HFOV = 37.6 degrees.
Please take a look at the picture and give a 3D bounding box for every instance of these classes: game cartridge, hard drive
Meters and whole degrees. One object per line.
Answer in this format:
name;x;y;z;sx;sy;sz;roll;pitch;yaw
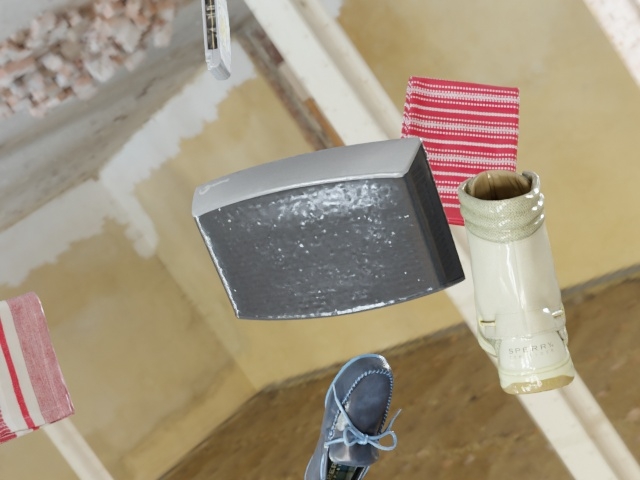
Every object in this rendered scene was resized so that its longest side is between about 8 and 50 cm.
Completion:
game cartridge;-0.092;-0.187;0.831;0.017;0.083;0.056;-4;176;1
hard drive;0.000;0.000;0.936;0.254;0.172;0.054;-10;-157;26

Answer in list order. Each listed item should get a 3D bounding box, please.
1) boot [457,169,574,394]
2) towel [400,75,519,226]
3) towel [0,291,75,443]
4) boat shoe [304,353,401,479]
boot;0.159;0.020;0.792;0.077;0.165;0.213;-12;-171;8
towel;0.230;-0.148;1.565;0.031;0.198;0.275;94;3;-68
towel;-0.585;0.237;1.581;0.037;0.237;0.329;-19;179;42
boat shoe;0.051;0.273;1.259;0.109;0.258;0.089;3;-149;-15
